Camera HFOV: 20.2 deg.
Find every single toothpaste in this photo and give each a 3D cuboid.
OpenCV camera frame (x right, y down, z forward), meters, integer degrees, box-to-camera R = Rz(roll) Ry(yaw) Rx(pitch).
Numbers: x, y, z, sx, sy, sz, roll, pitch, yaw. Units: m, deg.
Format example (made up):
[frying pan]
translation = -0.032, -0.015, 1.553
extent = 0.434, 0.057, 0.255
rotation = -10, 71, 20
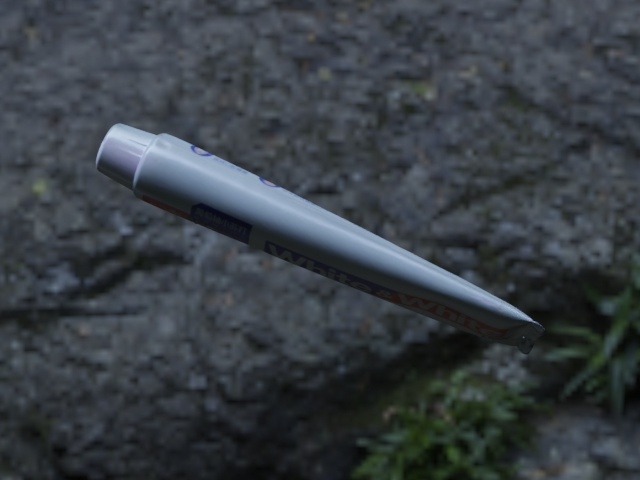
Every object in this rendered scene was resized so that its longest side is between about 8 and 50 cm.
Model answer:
[toothpaste]
translation = 0.000, 0.000, 0.819
extent = 0.218, 0.033, 0.052
rotation = 24, -16, 5
